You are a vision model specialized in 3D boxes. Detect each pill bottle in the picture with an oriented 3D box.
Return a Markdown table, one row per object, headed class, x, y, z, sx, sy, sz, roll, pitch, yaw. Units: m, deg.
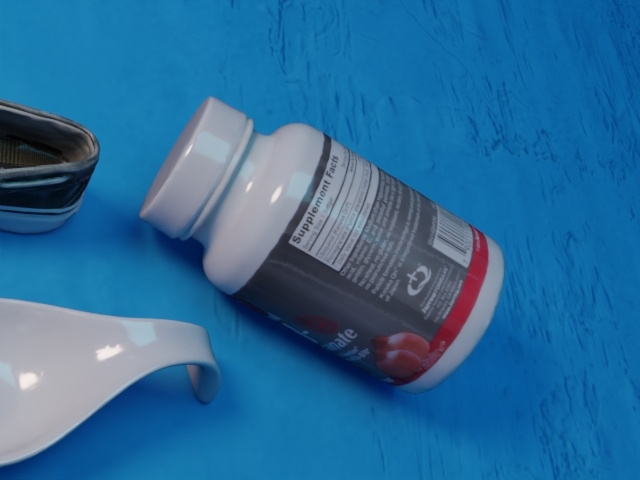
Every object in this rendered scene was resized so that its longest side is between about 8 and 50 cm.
| class | x | y | z | sx | sy | sz | roll | pitch | yaw |
| --- | --- | --- | --- | --- | --- | --- | --- | --- | --- |
| pill bottle | 0.000 | 0.000 | 0.936 | 0.318 | 0.176 | 0.176 | 30 | 44 | -14 |

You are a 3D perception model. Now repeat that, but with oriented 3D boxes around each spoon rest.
| class | x | y | z | sx | sy | sz | roll | pitch | yaw |
| --- | --- | --- | --- | --- | --- | --- | --- | --- | --- |
| spoon rest | -0.194 | 0.101 | 0.775 | 0.276 | 0.084 | 0.137 | -2 | 58 | -39 |

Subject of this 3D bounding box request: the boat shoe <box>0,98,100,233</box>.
| class | x | y | z | sx | sy | sz | roll | pitch | yaw |
| --- | --- | --- | --- | --- | --- | --- | --- | --- | --- |
| boat shoe | -0.339 | -0.087 | 0.786 | 0.335 | 0.119 | 0.121 | 4 | 55 | -36 |
